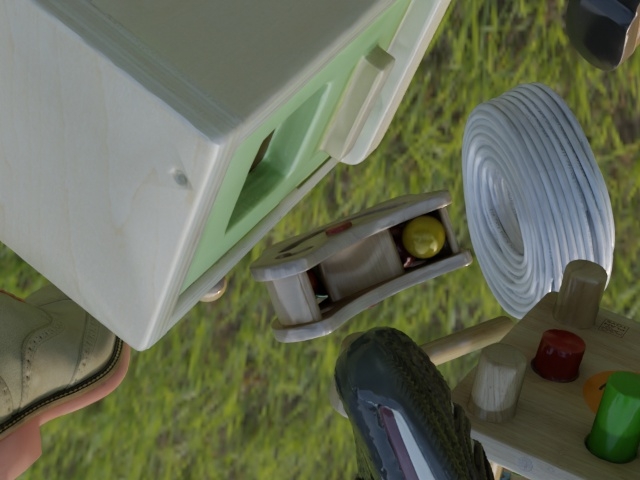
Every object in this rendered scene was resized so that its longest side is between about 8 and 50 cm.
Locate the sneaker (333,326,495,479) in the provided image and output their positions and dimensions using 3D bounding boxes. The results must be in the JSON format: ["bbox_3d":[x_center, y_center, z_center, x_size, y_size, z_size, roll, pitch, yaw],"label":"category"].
[{"bbox_3d":[0.024,0.189,0.651,0.162,0.106,0.281,-21,107,10],"label":"sneaker"}]

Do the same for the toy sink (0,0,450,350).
[{"bbox_3d":[-0.033,-0.092,0.581,0.131,0.234,0.153,38,143,8],"label":"toy sink"}]

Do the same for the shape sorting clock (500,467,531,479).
[{"bbox_3d":[0.207,0.222,1.333,0.206,0.206,0.040,10,95,-4],"label":"shape sorting clock"}]

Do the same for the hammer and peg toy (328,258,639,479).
[{"bbox_3d":[0.207,0.114,1.082,0.361,0.266,0.127,22,120,23],"label":"hammer and peg toy"}]

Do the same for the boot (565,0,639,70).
[{"bbox_3d":[0.329,-0.298,1.336,0.112,0.115,0.305,47,162,17],"label":"boot"}]

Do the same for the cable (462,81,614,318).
[{"bbox_3d":[0.228,-0.039,1.459,0.089,0.257,0.257,-16,177,-11],"label":"cable"}]

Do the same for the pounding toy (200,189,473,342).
[{"bbox_3d":[0.000,0.000,1.311,0.269,0.154,0.155,-21,98,-8],"label":"pounding toy"}]

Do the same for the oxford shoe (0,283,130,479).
[{"bbox_3d":[-0.256,0.080,1.081,0.140,0.397,0.147,-14,102,10],"label":"oxford shoe"}]
